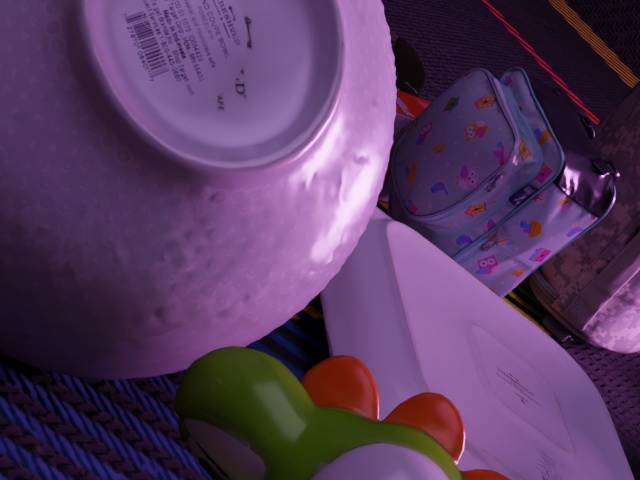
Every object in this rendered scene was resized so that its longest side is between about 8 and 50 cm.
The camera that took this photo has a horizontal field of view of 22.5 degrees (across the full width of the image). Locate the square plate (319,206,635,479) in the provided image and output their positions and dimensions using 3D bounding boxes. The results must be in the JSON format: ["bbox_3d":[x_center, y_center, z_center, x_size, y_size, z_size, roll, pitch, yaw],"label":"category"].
[{"bbox_3d":[0.136,0.126,1.207,0.347,0.049,0.344,37,21,-26],"label":"square plate"}]

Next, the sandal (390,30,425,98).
[{"bbox_3d":[0.067,-0.143,1.664,0.090,0.060,0.219,21,43,-34],"label":"sandal"}]

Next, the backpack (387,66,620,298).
[{"bbox_3d":[0.142,-0.043,1.404,0.144,0.188,0.166,23,32,-32],"label":"backpack"}]

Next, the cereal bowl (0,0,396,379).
[{"bbox_3d":[-0.088,-0.098,0.870,0.339,0.141,0.339,7,77,-35],"label":"cereal bowl"}]

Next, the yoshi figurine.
[{"bbox_3d":[0.031,0.215,0.695,0.362,0.203,0.203,46,38,17],"label":"yoshi figurine"}]

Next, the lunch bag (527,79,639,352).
[{"bbox_3d":[0.348,-0.039,1.606,0.212,0.305,0.256,42,18,1],"label":"lunch bag"}]

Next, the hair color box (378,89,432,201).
[{"bbox_3d":[0.062,-0.088,1.477,0.167,0.093,0.053,12,35,-56],"label":"hair color box"}]
